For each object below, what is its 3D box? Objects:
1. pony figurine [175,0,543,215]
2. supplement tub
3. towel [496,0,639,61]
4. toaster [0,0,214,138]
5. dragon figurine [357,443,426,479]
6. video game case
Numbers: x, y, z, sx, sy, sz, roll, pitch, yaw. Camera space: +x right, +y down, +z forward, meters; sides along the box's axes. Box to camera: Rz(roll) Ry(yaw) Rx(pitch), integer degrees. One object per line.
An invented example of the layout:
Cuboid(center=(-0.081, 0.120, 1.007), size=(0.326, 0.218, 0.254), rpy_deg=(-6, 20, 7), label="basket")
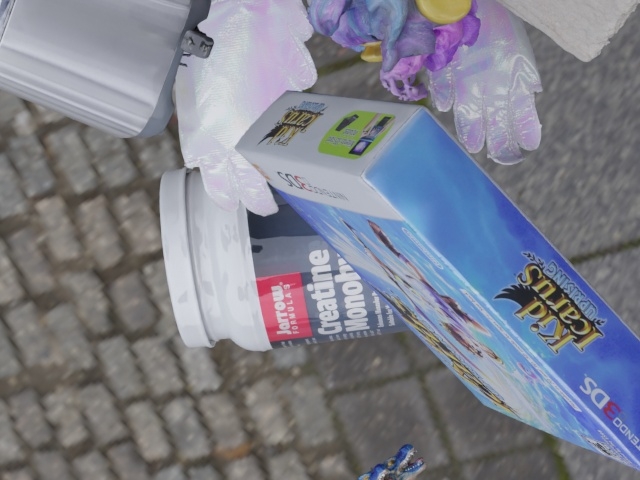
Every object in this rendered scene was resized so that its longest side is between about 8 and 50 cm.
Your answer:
Cuboid(center=(0.024, -0.211, 1.498), size=(0.302, 0.363, 0.351), rpy_deg=(-11, 91, -7), label="pony figurine")
Cuboid(center=(0.000, 0.000, 1.794), size=(0.272, 0.191, 0.191), rpy_deg=(-8, 106, 3), label="supplement tub")
Cuboid(center=(0.173, -0.242, 1.397), size=(0.187, 0.049, 0.282), rpy_deg=(35, 159, 0), label="towel")
Cuboid(center=(-0.169, -0.148, 1.313), size=(0.146, 0.227, 0.129), rpy_deg=(18, 94, -19), label="toaster")
Cuboid(center=(0.070, 0.320, 1.835), size=(0.144, 0.085, 0.289), rpy_deg=(45, 141, 31), label="dragon figurine")
Cuboid(center=(0.087, 0.022, 1.223), size=(0.061, 0.244, 0.269), rpy_deg=(-47, 108, -8), label="video game case")
